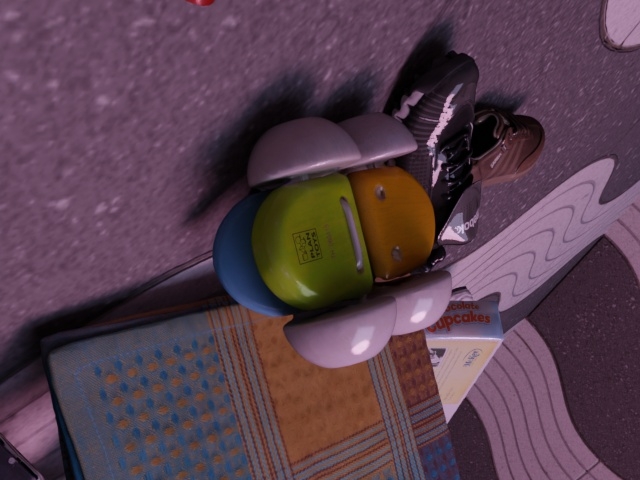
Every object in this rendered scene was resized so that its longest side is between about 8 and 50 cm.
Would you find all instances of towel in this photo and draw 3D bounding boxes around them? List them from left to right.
[{"bbox_3d":[-0.022,0.170,0.597,0.040,0.271,0.370,-15,177,44],"label":"towel"}]

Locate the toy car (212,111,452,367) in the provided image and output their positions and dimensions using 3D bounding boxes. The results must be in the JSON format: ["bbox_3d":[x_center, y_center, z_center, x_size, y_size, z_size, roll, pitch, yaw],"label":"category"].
[{"bbox_3d":[0.000,0.000,0.540,0.136,0.159,0.182,-12,-177,37],"label":"toy car"}]

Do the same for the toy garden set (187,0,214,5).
[{"bbox_3d":[0.036,-0.194,0.321,0.244,0.049,0.204,-16,145,-54],"label":"toy garden set"}]

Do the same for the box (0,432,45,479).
[{"bbox_3d":[-0.320,0.294,0.442,0.395,0.097,0.318,-44,163,-30],"label":"box"}]

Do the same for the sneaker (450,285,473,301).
[{"bbox_3d":[0.145,0.186,1.194,0.271,0.108,0.100,-41,163,23],"label":"sneaker"}]

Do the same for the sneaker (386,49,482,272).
[{"bbox_3d":[0.101,-0.052,0.643,0.078,0.106,0.234,-33,158,-30],"label":"sneaker"}]

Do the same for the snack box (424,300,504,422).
[{"bbox_3d":[0.116,0.183,1.061,0.187,0.060,0.322,1,147,-7],"label":"snack box"}]

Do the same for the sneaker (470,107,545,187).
[{"bbox_3d":[0.178,-0.099,0.758,0.188,0.066,0.071,-29,154,-38],"label":"sneaker"}]
